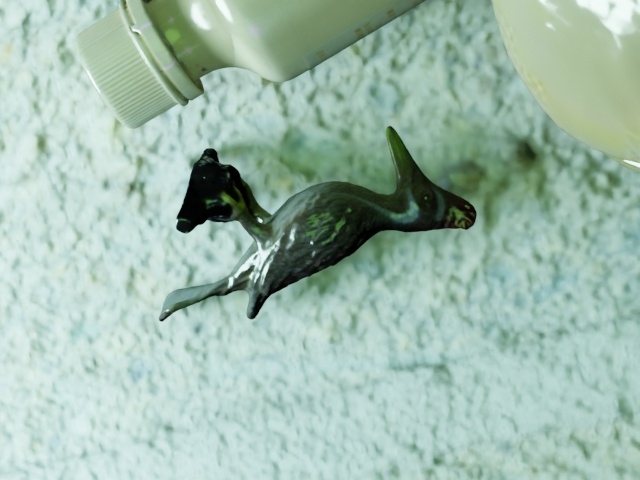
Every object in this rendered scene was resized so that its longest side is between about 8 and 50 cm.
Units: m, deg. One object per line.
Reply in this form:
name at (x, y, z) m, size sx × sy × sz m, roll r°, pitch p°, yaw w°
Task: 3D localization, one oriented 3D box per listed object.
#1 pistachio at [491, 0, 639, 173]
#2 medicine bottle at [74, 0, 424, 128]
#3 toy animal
pistachio at (0.251, -0.189, 0.902) m, size 0.365 × 0.281 × 0.445 m, roll -37°, pitch 69°, yaw 24°
medicine bottle at (-0.023, -0.155, 1.020) m, size 0.252 × 0.114 × 0.114 m, roll -31°, pitch 88°, yaw 5°
toy animal at (-0.007, -0.008, 1.056) m, size 0.202 × 0.070 × 0.105 m, roll -8°, pitch 103°, yaw 4°
